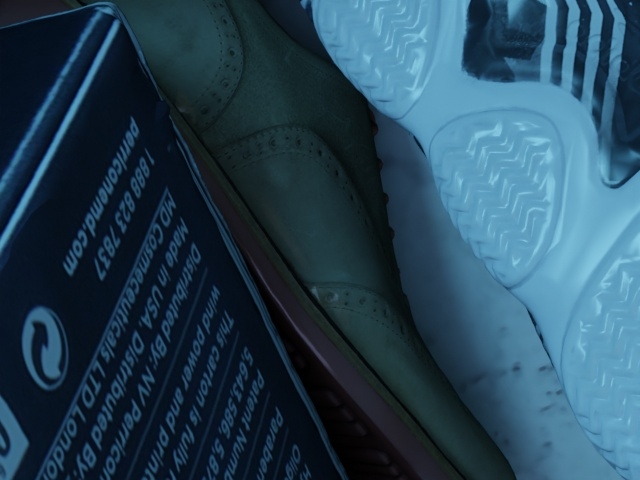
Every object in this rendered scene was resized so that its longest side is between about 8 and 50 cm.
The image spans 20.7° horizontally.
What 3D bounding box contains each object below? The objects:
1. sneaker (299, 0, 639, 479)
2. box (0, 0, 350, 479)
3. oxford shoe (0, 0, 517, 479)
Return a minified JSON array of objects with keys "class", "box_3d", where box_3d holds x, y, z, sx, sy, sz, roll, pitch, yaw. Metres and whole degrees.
[{"class":"sneaker","box_3d":[0.119,-0.053,0.670,0.137,0.210,0.366,-35,67,19]},{"class":"box","box_3d":[-0.220,0.223,0.661,0.480,0.297,0.472,-11,125,22]},{"class":"oxford shoe","box_3d":[0.000,0.000,0.716,0.123,0.130,0.348,6,140,50]}]
